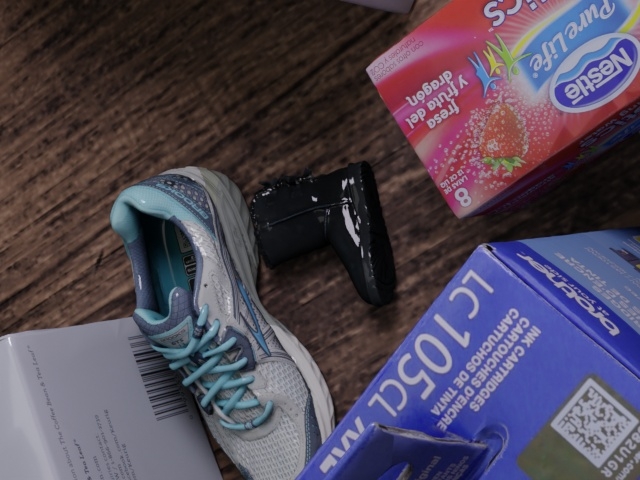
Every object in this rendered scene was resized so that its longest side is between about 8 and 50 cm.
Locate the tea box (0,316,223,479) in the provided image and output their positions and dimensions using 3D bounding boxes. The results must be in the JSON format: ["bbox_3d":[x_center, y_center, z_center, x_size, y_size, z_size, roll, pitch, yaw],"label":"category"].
[{"bbox_3d":[-0.246,0.269,1.069,0.323,0.220,0.329,-23,82,24],"label":"tea box"}]

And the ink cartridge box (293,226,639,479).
[{"bbox_3d":[0.113,0.138,0.795,0.151,0.395,0.270,42,109,18],"label":"ink cartridge box"}]

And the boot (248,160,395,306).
[{"bbox_3d":[0.000,0.000,1.034,0.099,0.045,0.121,-15,80,23],"label":"boot"}]

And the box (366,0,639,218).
[{"bbox_3d":[0.176,-0.131,0.856,0.257,0.128,0.123,-36,78,23],"label":"box"}]

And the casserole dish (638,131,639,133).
[{"bbox_3d":[0.262,-0.110,0.908,0.114,0.037,0.188,-40,77,21],"label":"casserole dish"}]

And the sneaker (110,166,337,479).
[{"bbox_3d":[-0.089,0.079,1.037,0.110,0.122,0.283,-29,81,24],"label":"sneaker"}]

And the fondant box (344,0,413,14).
[{"bbox_3d":[-0.107,-0.265,0.960,0.330,0.238,0.096,23,103,22],"label":"fondant box"}]
